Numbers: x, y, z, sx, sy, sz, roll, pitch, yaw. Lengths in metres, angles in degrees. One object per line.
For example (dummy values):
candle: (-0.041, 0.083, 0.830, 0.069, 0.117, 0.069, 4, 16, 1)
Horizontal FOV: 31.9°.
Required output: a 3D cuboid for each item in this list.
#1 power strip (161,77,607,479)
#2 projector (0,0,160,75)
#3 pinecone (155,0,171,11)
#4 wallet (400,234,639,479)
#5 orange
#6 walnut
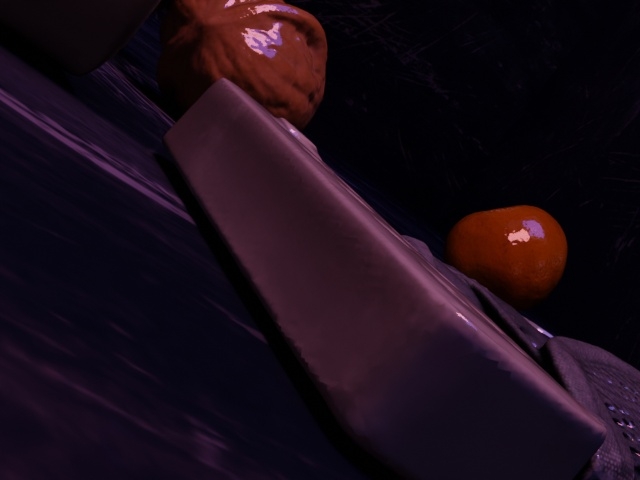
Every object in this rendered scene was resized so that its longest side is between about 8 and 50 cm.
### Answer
power strip: (0.000, 0.000, 0.528, 0.091, 0.062, 0.385, 39, 5, -27)
projector: (-0.185, -0.280, 0.665, 0.249, 0.248, 0.248, 35, 6, -31)
pinecone: (-0.196, -0.381, 1.048, 0.384, 0.384, 0.384, 38, 5, -4)
wallet: (0.193, 0.129, 0.680, 0.342, 0.075, 0.237, 36, 9, -27)
orange: (0.236, 0.026, 1.424, 0.159, 0.159, 0.136, -20, 97, -84)
walnut: (-0.065, -0.151, 0.963, 0.166, 0.149, 0.167, -24, 90, -82)
